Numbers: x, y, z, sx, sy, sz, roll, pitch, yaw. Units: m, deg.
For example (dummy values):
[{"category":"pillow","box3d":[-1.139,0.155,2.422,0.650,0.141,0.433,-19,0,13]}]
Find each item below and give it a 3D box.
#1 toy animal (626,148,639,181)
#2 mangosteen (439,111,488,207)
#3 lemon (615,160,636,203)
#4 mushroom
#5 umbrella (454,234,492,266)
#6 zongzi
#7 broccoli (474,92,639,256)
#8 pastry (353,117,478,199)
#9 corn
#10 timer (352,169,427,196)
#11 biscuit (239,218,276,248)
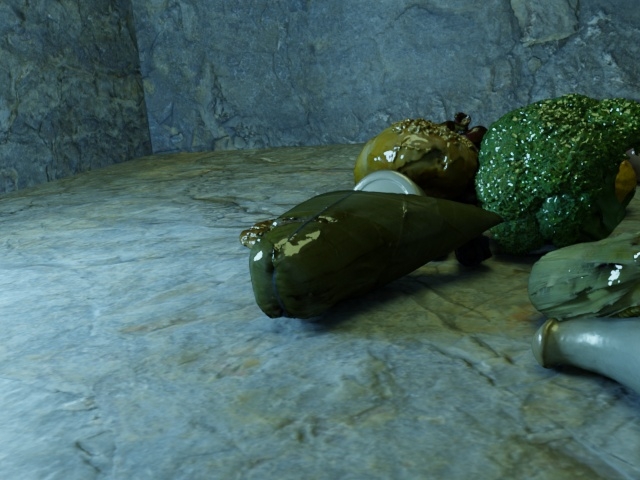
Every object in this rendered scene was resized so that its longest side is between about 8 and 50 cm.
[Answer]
[{"category":"toy animal","box3d":[0.845,-0.260,2.002,0.229,0.210,0.221,29,-10,-28]},{"category":"mangosteen","box3d":[0.351,-0.196,1.757,0.228,0.266,0.228,-8,33,5]},{"category":"lemon","box3d":[0.656,-0.133,1.647,0.142,0.142,0.187,3,13,31]},{"category":"mushroom","box3d":[0.353,0.131,0.782,0.118,0.103,0.270,0,0,-21]},{"category":"umbrella","box3d":[0.292,0.009,1.388,0.070,0.071,0.248,-3,5,8]},{"category":"zongzi","box3d":[0.095,0.014,1.165,0.392,0.174,0.356,-3,14,17]},{"category":"broccoli","box3d":[0.453,-0.125,1.382,0.321,0.310,0.413,-8,-22,-37]},{"category":"pastry","box3d":[0.212,-0.171,1.574,0.255,0.162,0.311,15,-20,-21]},{"category":"corn","box3d":[0.365,0.047,0.907,0.123,0.122,0.305,7,-11,-7]},{"category":"timer","box3d":[0.192,-0.046,1.524,0.175,0.175,0.266,4,-2,33]},{"category":"biscuit","box3d":[-0.085,-0.019,1.666,0.225,0.042,0.226,-5,15,1]}]
